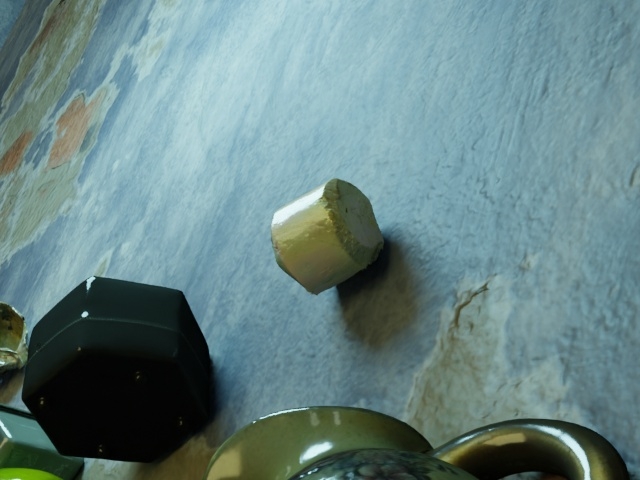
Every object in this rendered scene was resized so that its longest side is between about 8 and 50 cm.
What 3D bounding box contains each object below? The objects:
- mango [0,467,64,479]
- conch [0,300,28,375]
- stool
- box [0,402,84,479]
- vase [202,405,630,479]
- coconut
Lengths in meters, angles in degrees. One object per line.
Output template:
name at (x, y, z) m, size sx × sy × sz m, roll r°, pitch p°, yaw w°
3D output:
mango at (-0.446, 0.402, 1.277) m, size 0.343 × 0.192 × 0.156 m, roll -25°, pitch 16°, yaw 16°
conch at (-0.602, 0.184, 1.798) m, size 0.207 × 0.130 × 0.155 m, roll 2°, pitch 76°, yaw 40°
stool at (-0.252, 0.165, 1.236) m, size 0.232 × 0.232 × 0.141 m, roll -41°, pitch 32°, yaw 25°
box at (-0.425, 0.314, 1.404) m, size 0.093 × 0.172 × 0.124 m, roll 32°, pitch 91°, yaw 44°
vase at (0.077, 0.234, 0.746) m, size 0.329 × 0.241 × 0.302 m, roll -26°, pitch 20°, yaw -2°
coconut at (0.000, 0.000, 1.128) m, size 0.122 × 0.116 × 0.116 m, roll -30°, pitch 40°, yaw 29°
